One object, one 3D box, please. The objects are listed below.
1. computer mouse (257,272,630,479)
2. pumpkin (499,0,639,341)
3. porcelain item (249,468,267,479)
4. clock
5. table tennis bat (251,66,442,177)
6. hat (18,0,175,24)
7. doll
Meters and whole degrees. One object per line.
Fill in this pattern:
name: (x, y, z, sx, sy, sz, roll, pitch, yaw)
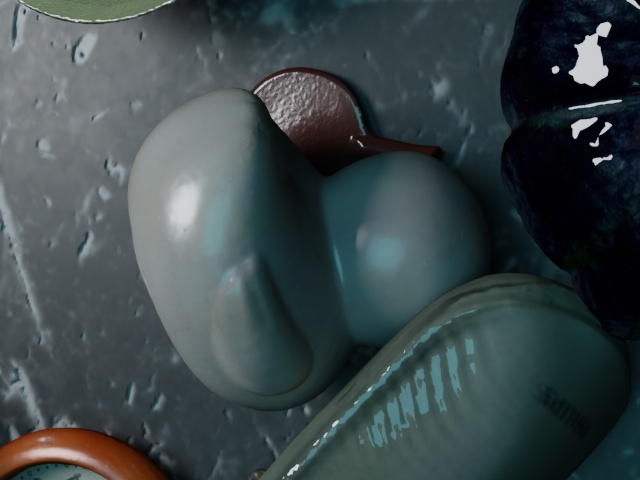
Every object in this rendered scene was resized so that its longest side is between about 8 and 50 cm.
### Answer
computer mouse: (0.068, 0.160, 1.075, 0.331, 0.197, 0.095, -48, 39, 9)
pumpkin: (0.283, -0.078, 0.968, 0.363, 0.266, 0.363, 2, 95, 20)
porcelain item: (-0.052, 0.271, 1.176, 0.069, 0.081, 0.215, 9, 92, -26)
clock: (-0.183, 0.240, 1.227, 0.205, 0.051, 0.205, 1, 93, 19)
table tennis bat: (0.010, -0.070, 1.176, 0.155, 0.019, 0.098, 12, 96, 18)
hat: (-0.125, -0.263, 1.164, 0.252, 0.110, 0.252, -2, 85, 23)
doll: (0.000, 0.000, 1.088, 0.221, 0.221, 0.251, -21, 130, 16)
